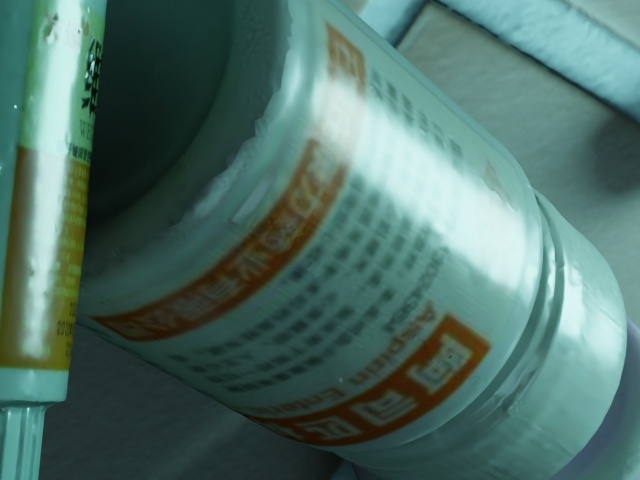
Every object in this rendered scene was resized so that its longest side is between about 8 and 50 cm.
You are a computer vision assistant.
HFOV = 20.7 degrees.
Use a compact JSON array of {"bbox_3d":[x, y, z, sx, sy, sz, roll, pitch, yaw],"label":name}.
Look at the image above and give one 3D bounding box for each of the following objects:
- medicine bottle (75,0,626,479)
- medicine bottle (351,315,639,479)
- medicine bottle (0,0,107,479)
[{"bbox_3d":[0.000,0.000,0.949,0.211,0.211,0.371,-50,136,5],"label":"medicine bottle"},{"bbox_3d":[0.156,0.206,1.221,0.212,0.212,0.325,-34,135,-11],"label":"medicine bottle"},{"bbox_3d":[-0.174,-0.040,0.732,0.158,0.158,0.318,10,84,-41],"label":"medicine bottle"}]
